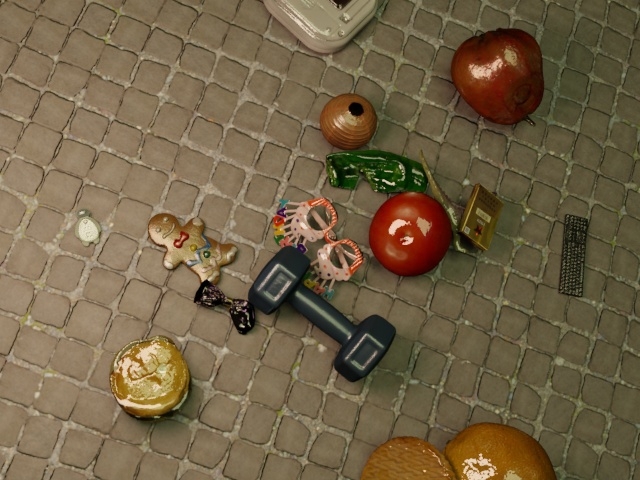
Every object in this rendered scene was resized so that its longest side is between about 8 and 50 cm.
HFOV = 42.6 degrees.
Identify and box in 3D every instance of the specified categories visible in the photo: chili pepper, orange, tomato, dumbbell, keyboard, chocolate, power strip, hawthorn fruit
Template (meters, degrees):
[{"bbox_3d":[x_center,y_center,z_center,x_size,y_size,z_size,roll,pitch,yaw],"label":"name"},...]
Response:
[{"bbox_3d":[0.135,-0.164,1.936,0.253,0.083,0.099,5,88,-8],"label":"chili pepper"},{"bbox_3d":[0.368,0.514,1.734,0.264,0.264,0.264,3,76,-11],"label":"orange"},{"bbox_3d":[0.202,-0.013,1.861,0.195,0.136,0.195,2,97,16],"label":"tomato"},{"bbox_3d":[0.003,0.160,1.788,0.325,0.144,0.160,38,37,-1],"label":"dumbbell"},{"bbox_3d":[0.625,0.036,2.025,0.061,0.013,0.204,12,74,-10],"label":"keyboard"},{"bbox_3d":[-0.205,0.142,1.801,0.147,0.070,0.072,35,98,-24],"label":"chocolate"},{"bbox_3d":[-0.511,-0.030,1.793,0.055,0.035,0.083,-17,94,-15],"label":"power strip"},{"bbox_3d":[0.442,-0.384,1.990,0.224,0.224,0.261,-29,99,-17],"label":"hawthorn fruit"}]

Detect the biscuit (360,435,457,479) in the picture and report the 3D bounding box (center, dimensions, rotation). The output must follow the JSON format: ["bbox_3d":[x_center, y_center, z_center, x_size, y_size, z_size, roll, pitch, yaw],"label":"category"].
[{"bbox_3d":[0.188,0.533,1.712,0.035,0.254,0.254,6,72,-48],"label":"biscuit"}]

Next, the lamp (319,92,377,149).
[{"bbox_3d":[0.066,-0.278,1.921,0.136,0.136,0.136,3,76,-11],"label":"lamp"}]

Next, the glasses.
[{"bbox_3d":[-0.007,0.004,1.877,0.162,0.095,0.255,-32,86,10],"label":"glasses"}]

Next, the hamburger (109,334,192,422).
[{"bbox_3d":[-0.356,0.284,1.712,0.185,0.113,0.177,30,78,4],"label":"hamburger"}]

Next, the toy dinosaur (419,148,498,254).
[{"bbox_3d":[0.303,-0.075,1.936,0.251,0.072,0.200,20,83,-15],"label":"toy dinosaur"}]

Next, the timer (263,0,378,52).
[{"bbox_3d":[0.001,-0.601,2.006,0.262,0.087,0.237,42,72,0],"label":"timer"}]

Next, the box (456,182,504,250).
[{"bbox_3d":[0.376,-0.054,1.922,0.090,0.023,0.133,32,68,-25],"label":"box"}]

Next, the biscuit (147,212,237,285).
[{"bbox_3d":[-0.296,0.012,1.827,0.205,0.031,0.138,36,72,0],"label":"biscuit"}]
